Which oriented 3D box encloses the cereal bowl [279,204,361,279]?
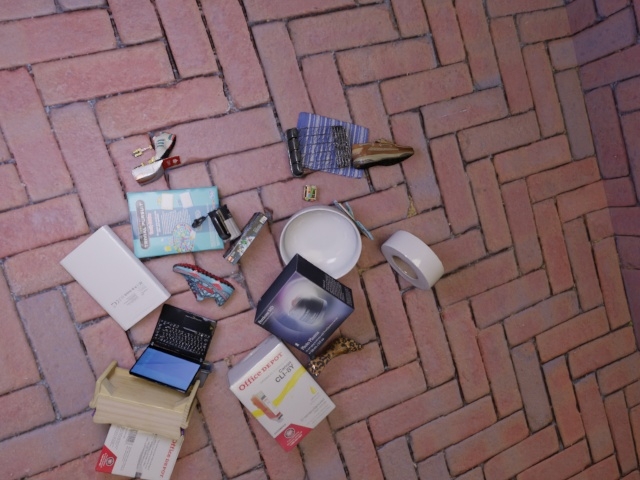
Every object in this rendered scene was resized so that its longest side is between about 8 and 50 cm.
[{"bbox_3d":[0.000,0.000,1.775,0.338,0.141,0.339,0,113,0],"label":"cereal bowl"}]

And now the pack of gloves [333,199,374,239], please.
[{"bbox_3d":[0.153,-0.100,1.814,0.046,0.195,0.232,-45,103,0],"label":"pack of gloves"}]

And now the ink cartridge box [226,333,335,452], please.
[{"bbox_3d":[-0.169,0.633,1.761,0.279,0.160,0.385,-40,102,-12],"label":"ink cartridge box"}]

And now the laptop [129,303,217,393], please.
[{"bbox_3d":[-0.565,0.410,1.621,0.234,0.136,0.264,19,86,1],"label":"laptop"}]

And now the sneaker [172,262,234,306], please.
[{"bbox_3d":[-0.485,0.184,1.686,0.261,0.104,0.125,29,86,-15],"label":"sneaker"}]

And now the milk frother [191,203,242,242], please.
[{"bbox_3d":[-0.407,-0.050,1.633,0.143,0.129,0.135,-21,101,29],"label":"milk frother"}]

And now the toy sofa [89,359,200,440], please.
[{"bbox_3d":[-0.660,0.605,1.591,0.362,0.150,0.177,15,106,-6],"label":"toy sofa"}]

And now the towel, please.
[{"bbox_3d":[0.046,-0.419,1.864,0.335,0.040,0.243,9,87,-18],"label":"towel"}]

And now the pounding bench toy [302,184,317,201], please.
[{"bbox_3d":[-0.044,-0.204,1.813,0.052,0.083,0.065,5,89,-17],"label":"pounding bench toy"}]

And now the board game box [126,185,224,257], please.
[{"bbox_3d":[-0.570,-0.076,1.665,0.336,0.079,0.254,-6,94,-16],"label":"board game box"}]

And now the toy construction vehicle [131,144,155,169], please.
[{"bbox_3d":[-0.695,-0.320,1.644,0.098,0.035,0.086,-26,99,-14],"label":"toy construction vehicle"}]

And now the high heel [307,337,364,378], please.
[{"bbox_3d":[0.070,0.518,1.814,0.261,0.186,0.093,4,132,-8],"label":"high heel"}]

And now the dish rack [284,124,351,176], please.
[{"bbox_3d":[-0.004,-0.391,1.791,0.271,0.074,0.208,-10,94,-20],"label":"dish rack"}]

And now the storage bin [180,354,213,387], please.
[{"bbox_3d":[-0.516,0.540,1.697,0.135,0.098,0.091,19,97,-16],"label":"storage bin"}]

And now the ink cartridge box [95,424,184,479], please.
[{"bbox_3d":[-0.695,0.803,1.636,0.272,0.114,0.197,20,85,-15],"label":"ink cartridge box"}]

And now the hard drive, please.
[{"bbox_3d":[-0.777,0.147,1.591,0.233,0.047,0.353,-36,102,10],"label":"hard drive"}]

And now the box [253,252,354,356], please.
[{"bbox_3d":[-0.069,0.268,1.719,0.294,0.183,0.296,34,108,-13],"label":"box"}]

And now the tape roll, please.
[{"bbox_3d":[0.403,0.087,1.851,0.100,0.286,0.286,-44,103,-10],"label":"tape roll"}]

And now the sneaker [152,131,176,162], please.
[{"bbox_3d":[-0.626,-0.364,1.631,0.075,0.057,0.161,19,55,-6],"label":"sneaker"}]

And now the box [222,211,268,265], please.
[{"bbox_3d":[-0.308,-0.011,1.702,0.044,0.159,0.233,38,81,-16],"label":"box"}]

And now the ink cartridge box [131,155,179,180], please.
[{"bbox_3d":[-0.621,-0.266,1.611,0.179,0.145,0.045,-21,93,-16],"label":"ink cartridge box"}]

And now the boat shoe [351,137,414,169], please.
[{"bbox_3d":[0.279,-0.402,1.873,0.324,0.122,0.120,-12,83,-30],"label":"boat shoe"}]
